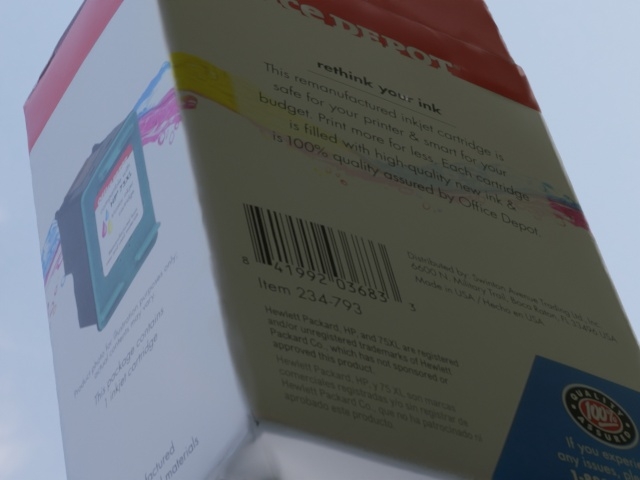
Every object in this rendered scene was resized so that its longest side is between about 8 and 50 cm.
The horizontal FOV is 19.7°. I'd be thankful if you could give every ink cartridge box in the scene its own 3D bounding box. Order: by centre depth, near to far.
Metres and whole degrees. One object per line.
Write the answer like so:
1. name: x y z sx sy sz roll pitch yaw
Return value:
1. ink cartridge box: 0.000 0.000 0.493 0.134 0.078 0.231 19 -144 -29
